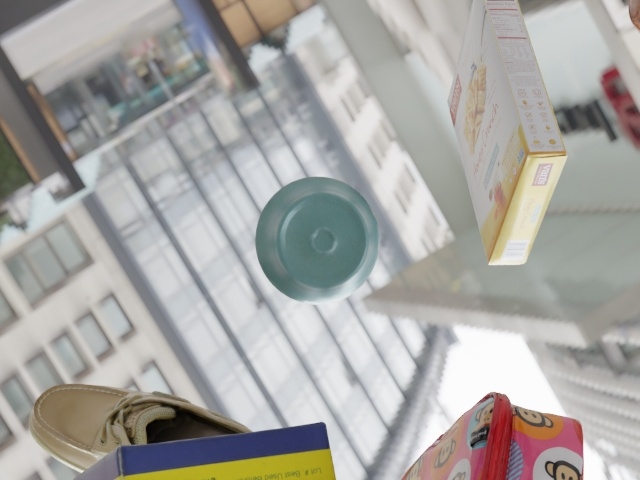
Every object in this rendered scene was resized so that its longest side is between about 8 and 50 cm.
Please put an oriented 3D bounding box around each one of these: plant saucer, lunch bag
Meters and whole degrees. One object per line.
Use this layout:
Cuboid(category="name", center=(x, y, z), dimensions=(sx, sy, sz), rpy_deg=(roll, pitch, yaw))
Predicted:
Cuboid(category="plant saucer", center=(0.000, 0.000, 1.370), dimensions=(0.119, 0.119, 0.021), rpy_deg=(-32, -173, -11))
Cuboid(category="lunch bag", center=(0.127, 0.299, 1.305), dimensions=(0.293, 0.120, 0.258), rpy_deg=(120, -13, -52))

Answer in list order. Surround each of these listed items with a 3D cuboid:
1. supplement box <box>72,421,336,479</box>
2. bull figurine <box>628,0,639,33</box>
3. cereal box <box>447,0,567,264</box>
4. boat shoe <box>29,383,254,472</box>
Cuboid(category="supplement box", center=(-0.085, 0.359, 1.302), dimensions=(0.194, 0.356, 0.195), rpy_deg=(-3, 164, -23))
Cuboid(category="bull figurine", center=(0.366, -0.182, 1.137), dimensions=(0.310, 0.188, 0.101), rpy_deg=(23, -135, 38))
Cuboid(category="cereal box", center=(0.187, -0.119, 1.536), dimensions=(0.047, 0.240, 0.173), rpy_deg=(-2, 140, -11))
Cuboid(category="boat shoe", center=(-0.184, 0.205, 1.590), dimensions=(0.302, 0.098, 0.109), rpy_deg=(15, -121, 21))
